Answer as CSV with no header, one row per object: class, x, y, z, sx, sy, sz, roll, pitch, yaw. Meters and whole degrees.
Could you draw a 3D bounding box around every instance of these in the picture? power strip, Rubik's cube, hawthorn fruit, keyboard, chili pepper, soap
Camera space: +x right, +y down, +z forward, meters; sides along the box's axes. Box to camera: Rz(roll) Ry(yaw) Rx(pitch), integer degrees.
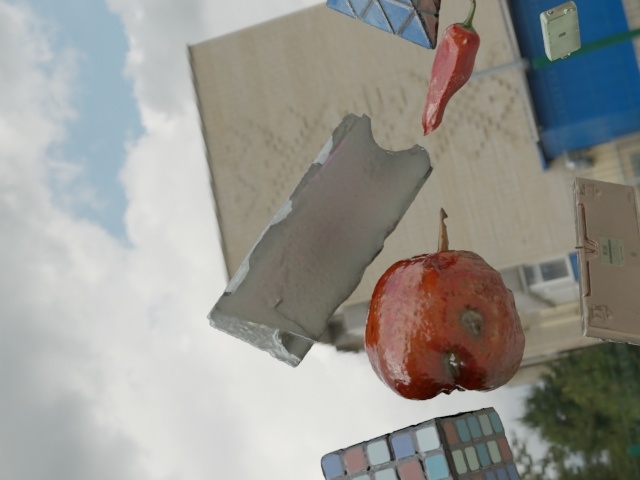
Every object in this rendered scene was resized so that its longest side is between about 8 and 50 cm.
power strip,0.273,-0.237,1.201,0.090,0.040,0.016,55,-167,-62
Rubik's cube,0.085,-0.358,1.596,0.211,0.178,0.190,-2,-101,-53
hawthorn fruit,0.156,0.078,1.346,0.207,0.207,0.243,8,-101,-72
keyboard,0.222,0.014,0.819,0.017,0.055,0.166,99,-179,-46
chili pepper,0.164,-0.215,1.329,0.059,0.050,0.191,-91,17,-62
soap,0.000,0.000,1.488,0.159,0.302,0.258,34,-148,-1
Rubik's cube,0.135,0.324,1.311,0.182,0.187,0.184,7,-118,-57
